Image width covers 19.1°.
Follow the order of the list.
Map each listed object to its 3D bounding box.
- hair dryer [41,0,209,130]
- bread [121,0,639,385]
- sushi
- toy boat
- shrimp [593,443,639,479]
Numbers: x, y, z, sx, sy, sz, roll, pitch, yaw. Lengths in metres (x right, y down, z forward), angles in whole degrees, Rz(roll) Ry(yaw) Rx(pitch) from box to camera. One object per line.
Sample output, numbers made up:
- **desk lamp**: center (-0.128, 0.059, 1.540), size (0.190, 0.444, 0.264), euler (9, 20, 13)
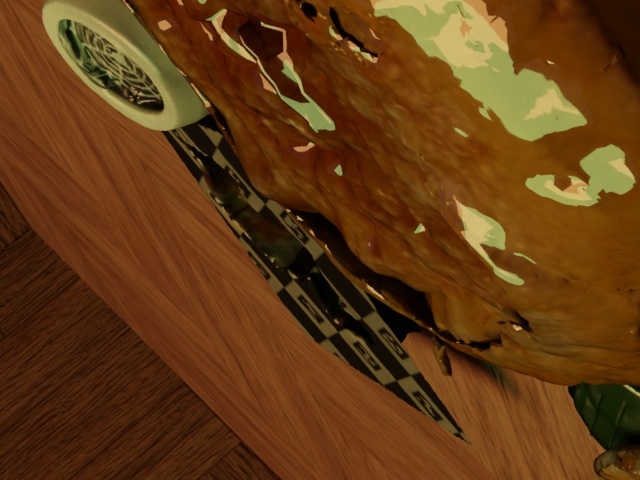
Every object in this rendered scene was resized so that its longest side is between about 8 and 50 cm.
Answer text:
- **hair dryer**: center (0.041, -0.100, 0.910), size (0.357, 0.173, 0.107), euler (26, 159, 32)
- **bread**: center (0.046, -0.108, 0.711), size (0.358, 0.204, 0.337), euler (40, 162, 25)
- **sushi**: center (0.000, 0.000, 1.519), size (0.294, 0.059, 0.292), euler (56, 167, -26)
- **toy boat**: center (0.197, 0.100, 1.133), size (0.104, 0.052, 0.210), euler (26, 163, 13)
- **shrimp**: center (0.258, 0.159, 1.100), size (0.195, 0.035, 0.148), euler (7, 156, 42)
